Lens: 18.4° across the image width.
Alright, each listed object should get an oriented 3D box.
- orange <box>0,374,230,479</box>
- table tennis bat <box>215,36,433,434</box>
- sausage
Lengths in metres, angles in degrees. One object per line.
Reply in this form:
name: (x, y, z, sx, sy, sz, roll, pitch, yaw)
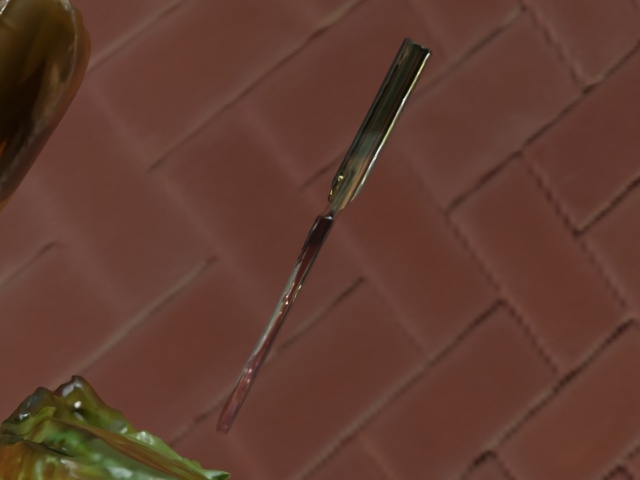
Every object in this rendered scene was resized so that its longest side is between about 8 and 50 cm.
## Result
orange: (-0.025, 0.198, 0.914, 0.196, 0.263, 0.334, -66, 153, -27)
table tennis bat: (0.000, 0.000, 1.346, 0.022, 0.173, 0.301, 27, 97, 0)
sausage: (-0.271, -0.038, 1.364, 0.112, 0.112, 0.328, 36, 74, -16)
